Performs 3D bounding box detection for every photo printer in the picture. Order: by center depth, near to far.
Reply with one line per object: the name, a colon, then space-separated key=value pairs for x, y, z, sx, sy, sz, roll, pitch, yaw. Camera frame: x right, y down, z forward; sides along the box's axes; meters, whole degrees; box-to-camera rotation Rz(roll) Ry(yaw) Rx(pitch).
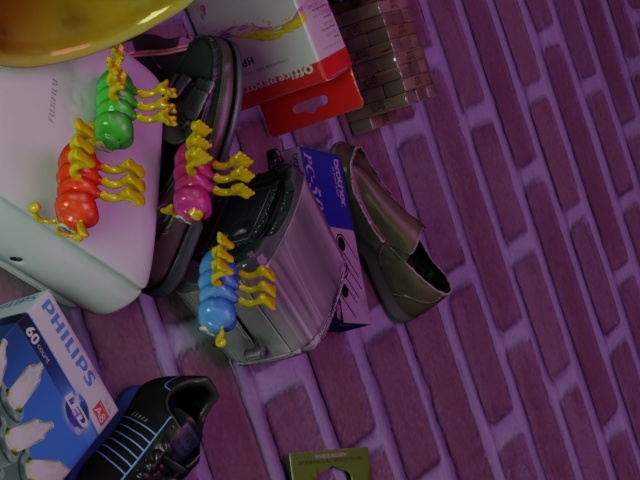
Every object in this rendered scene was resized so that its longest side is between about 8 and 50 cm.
photo printer: x=-0.270 y=-0.105 z=1.644 sx=0.307 sy=0.107 sz=0.256 roll=38 pitch=45 yaw=-47

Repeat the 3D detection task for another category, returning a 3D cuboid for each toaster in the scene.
toaster: x=-0.057 y=0.025 z=1.933 sx=0.146 sy=0.129 sz=0.227 roll=61 pitch=29 yaw=-29

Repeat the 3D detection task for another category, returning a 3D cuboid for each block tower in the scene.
block tower: x=0.048 y=-0.309 z=2.318 sx=0.091 sy=0.097 sz=0.336 roll=-22 pitch=96 yaw=-60

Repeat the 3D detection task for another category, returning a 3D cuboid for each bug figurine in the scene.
bug figurine: x=-0.147 y=-0.040 z=1.642 sx=0.279 sy=0.072 sz=0.216 roll=41 pitch=38 yaw=-40

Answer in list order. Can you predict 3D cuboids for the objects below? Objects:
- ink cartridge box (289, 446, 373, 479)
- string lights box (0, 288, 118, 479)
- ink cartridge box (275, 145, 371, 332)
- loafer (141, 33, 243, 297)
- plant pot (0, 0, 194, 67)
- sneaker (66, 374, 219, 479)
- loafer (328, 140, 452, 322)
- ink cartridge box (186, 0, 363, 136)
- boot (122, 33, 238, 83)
ink cartridge box: x=0.067 y=0.347 z=2.012 sx=0.189 sy=0.097 sz=0.255 roll=6 pitch=71 yaw=-59
string lights box: x=-0.279 y=0.164 z=1.521 sx=0.133 sy=0.076 sz=0.260 roll=62 pitch=31 yaw=-17
ink cartridge box: x=0.000 y=0.000 z=2.125 sx=0.097 sy=0.046 sz=0.207 roll=7 pitch=69 yaw=-60
loafer: x=-0.148 y=-0.081 z=1.800 sx=0.084 sy=0.096 sz=0.268 roll=20 pitch=81 yaw=-39
plant pot: x=-0.216 y=-0.307 z=1.508 sx=0.254 sy=0.254 sz=0.239 roll=-7 pitch=66 yaw=-61
sneaker: x=-0.163 y=0.207 z=1.687 sx=0.081 sy=0.090 sz=0.232 roll=56 pitch=33 yaw=-29
loafer: x=0.087 y=-0.018 z=2.242 sx=0.251 sy=0.087 sz=0.094 roll=60 pitch=32 yaw=-23
ink cartridge box: x=-0.058 y=-0.230 z=2.050 sx=0.078 sy=0.134 sz=0.231 roll=-38 pitch=108 yaw=-60
boot: x=-0.155 y=-0.141 z=1.913 sx=0.198 sy=0.077 sz=0.137 roll=-8 pitch=87 yaw=-48
